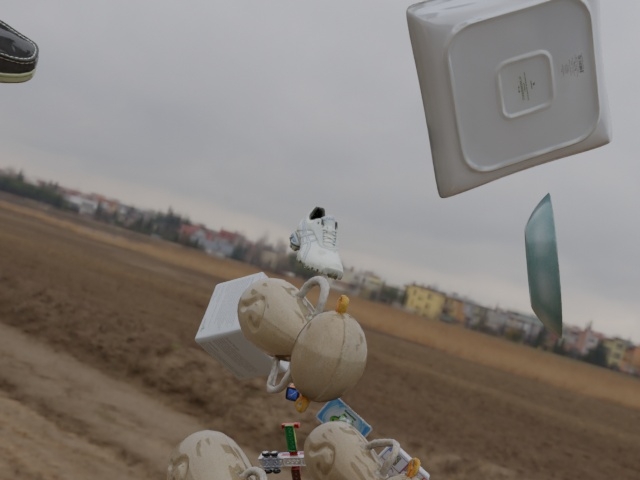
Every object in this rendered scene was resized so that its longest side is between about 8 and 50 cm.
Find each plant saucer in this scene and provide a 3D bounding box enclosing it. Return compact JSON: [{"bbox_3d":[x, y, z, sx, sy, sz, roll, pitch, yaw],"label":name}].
[{"bbox_3d":[0.294,0.034,1.248,0.038,0.194,0.195,-4,-6,11],"label":"plant saucer"}]

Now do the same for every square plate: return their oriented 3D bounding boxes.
[{"bbox_3d":[0.336,-0.269,1.587,0.344,0.347,0.049,-18,26,-8],"label":"square plate"}]

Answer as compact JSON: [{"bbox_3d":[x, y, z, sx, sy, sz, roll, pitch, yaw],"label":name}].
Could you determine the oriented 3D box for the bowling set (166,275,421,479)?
[{"bbox_3d":[0.004,0.177,0.548,0.200,0.286,0.154,23,1,-25],"label":"bowling set"}]

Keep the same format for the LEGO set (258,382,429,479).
[{"bbox_3d":[0.019,0.327,1.417,0.244,0.182,0.060,41,18,6],"label":"LEGO set"}]

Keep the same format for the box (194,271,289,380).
[{"bbox_3d":[-0.094,0.116,1.260,0.087,0.102,0.101,-15,-49,35],"label":"box"}]

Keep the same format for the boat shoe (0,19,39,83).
[{"bbox_3d":[-0.384,-0.232,0.941,0.224,0.073,0.080,23,37,-25],"label":"boat shoe"}]

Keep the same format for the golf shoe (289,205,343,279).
[{"bbox_3d":[0.000,0.000,1.519,0.069,0.086,0.176,18,17,-27],"label":"golf shoe"}]
